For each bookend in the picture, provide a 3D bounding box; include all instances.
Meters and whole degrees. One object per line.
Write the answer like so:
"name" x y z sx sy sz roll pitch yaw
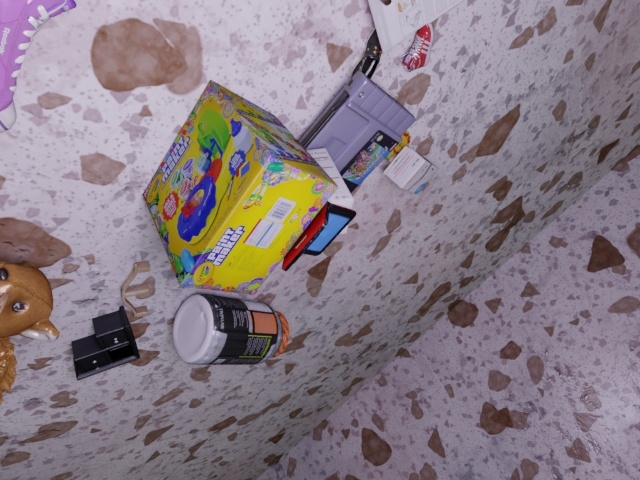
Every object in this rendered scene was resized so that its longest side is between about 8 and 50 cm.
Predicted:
"bookend" -0.565 0.264 1.081 0.157 0.072 0.157 -16 139 -25

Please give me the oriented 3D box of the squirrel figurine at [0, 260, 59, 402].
"squirrel figurine" -0.693 0.171 0.760 0.371 0.281 0.396 -23 153 -36

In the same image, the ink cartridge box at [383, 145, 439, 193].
"ink cartridge box" 0.267 -0.201 1.227 0.104 0.060 0.180 -51 155 20

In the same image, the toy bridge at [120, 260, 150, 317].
"toy bridge" -0.463 0.124 1.049 0.063 0.026 0.188 -8 135 -32

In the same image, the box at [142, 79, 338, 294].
"box" -0.172 -0.097 0.827 0.177 0.279 0.289 16 119 -48

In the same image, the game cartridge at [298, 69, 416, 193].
"game cartridge" 0.051 -0.214 1.036 0.230 0.068 0.355 18 125 -44

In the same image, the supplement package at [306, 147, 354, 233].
"supplement package" -0.013 -0.104 0.918 0.105 0.179 0.105 -10 139 -16

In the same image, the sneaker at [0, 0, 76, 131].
"sneaker" -0.416 -0.281 0.574 0.161 0.102 0.281 -15 139 -32

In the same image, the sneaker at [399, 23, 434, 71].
"sneaker" 0.219 -0.443 0.964 0.067 0.042 0.118 -31 146 -14

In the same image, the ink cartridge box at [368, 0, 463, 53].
"ink cartridge box" 0.176 -0.543 0.805 0.239 0.060 0.275 -33 145 3

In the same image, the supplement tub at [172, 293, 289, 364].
"supplement tub" -0.252 0.269 1.242 0.193 0.193 0.316 -49 142 17

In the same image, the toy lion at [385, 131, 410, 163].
"toy lion" 0.206 -0.269 1.162 0.096 0.034 0.100 -49 142 6

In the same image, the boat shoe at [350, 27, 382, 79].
"boat shoe" 0.116 -0.408 0.921 0.049 0.042 0.132 7 124 -41

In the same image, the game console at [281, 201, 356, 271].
"game console" 0.000 0.000 0.836 0.085 0.124 0.144 32 120 -16
